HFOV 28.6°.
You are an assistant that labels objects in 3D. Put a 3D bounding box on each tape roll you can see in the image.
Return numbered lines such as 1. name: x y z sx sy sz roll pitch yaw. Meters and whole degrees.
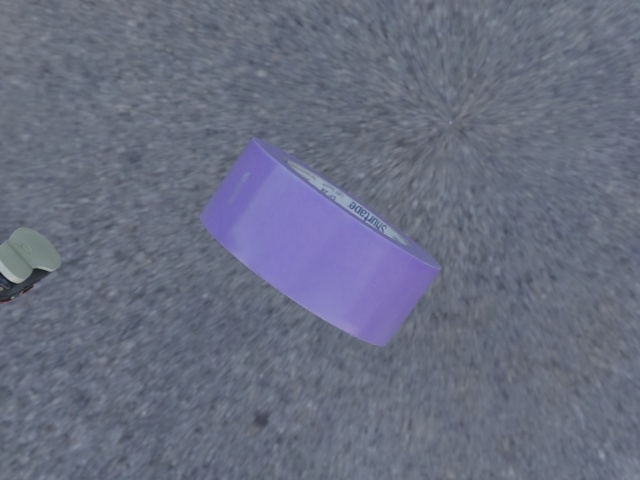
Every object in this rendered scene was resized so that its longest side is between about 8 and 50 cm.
1. tape roll: 0.000 0.000 1.030 0.189 0.189 0.080 36 96 2

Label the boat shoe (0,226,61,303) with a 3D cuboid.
1. boat shoe: -0.267 0.022 1.103 0.042 0.133 0.049 -41 93 13
